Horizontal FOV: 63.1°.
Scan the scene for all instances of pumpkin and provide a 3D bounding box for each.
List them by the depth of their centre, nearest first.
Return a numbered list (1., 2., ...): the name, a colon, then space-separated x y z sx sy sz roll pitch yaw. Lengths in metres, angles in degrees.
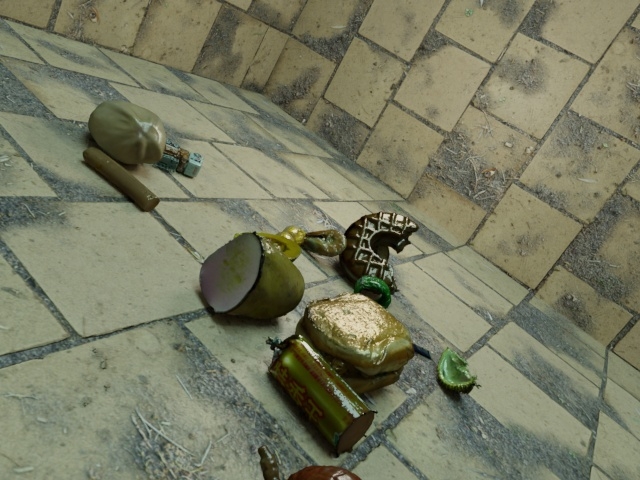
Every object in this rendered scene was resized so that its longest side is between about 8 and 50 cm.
1. pumpkin: -0.177 0.049 1.641 0.217 0.110 0.217 15 24 -7

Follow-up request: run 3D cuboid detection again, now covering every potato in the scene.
1. potato: -0.155 0.111 1.413 0.266 0.229 0.229 31 14 -50

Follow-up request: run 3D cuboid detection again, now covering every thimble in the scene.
1. thimble: 0.174 0.183 1.786 0.130 0.118 0.090 50 15 -10

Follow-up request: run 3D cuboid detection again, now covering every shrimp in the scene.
1. shrimp: 0.001 0.001 1.953 0.217 0.051 0.115 14 55 27

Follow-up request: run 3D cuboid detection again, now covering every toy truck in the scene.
1. toy truck: -0.532 -0.297 1.957 0.177 0.080 0.115 20 28 -25

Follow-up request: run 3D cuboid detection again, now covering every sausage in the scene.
1. sausage: -0.017 0.322 1.185 0.317 0.125 0.117 42 23 28
2. sausage: -0.624 -0.195 1.622 0.301 0.066 0.066 39 22 14

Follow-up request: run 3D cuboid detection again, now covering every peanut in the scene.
1. peanut: -0.114 -0.001 1.850 0.087 0.087 0.206 34 23 8

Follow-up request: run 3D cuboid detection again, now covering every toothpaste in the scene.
1. toothpaste: 0.313 0.353 1.722 0.140 0.021 0.037 28 25 -17

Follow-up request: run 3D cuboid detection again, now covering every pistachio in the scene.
1. pistachio: -0.666 -0.371 1.787 0.332 0.208 0.226 24 -27 23

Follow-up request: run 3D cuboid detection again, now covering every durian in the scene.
1. durian: 0.421 0.417 1.609 0.086 0.100 0.215 19 17 -22

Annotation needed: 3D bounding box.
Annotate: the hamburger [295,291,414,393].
1. hamburger: 0.090 0.266 1.391 0.304 0.174 0.284 5 31 -49

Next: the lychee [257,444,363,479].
1. lychee: -0.018 0.443 0.743 0.300 0.255 0.255 64 22 -3

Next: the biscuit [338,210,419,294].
1. biscuit: 0.208 0.030 1.979 0.268 0.115 0.366 17 52 10

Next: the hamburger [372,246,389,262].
1. hamburger: 0.217 0.041 2.128 0.208 0.135 0.155 49 -15 34
